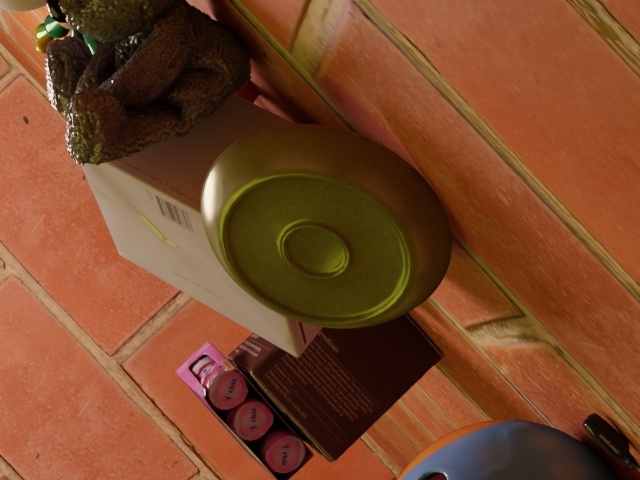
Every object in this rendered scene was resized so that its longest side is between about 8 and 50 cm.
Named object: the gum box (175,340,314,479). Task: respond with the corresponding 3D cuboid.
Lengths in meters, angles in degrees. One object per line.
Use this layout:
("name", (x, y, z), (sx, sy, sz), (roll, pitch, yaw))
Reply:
("gum box", (-0.102, 0.222, 2.098), (0.188, 0.062, 0.107), (51, 170, -27))

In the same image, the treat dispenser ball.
("treat dispenser ball", (0.203, 0.337, 1.735), (0.288, 0.288, 0.288), (46, 172, 8))

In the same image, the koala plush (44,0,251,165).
("koala plush", (-0.184, -0.224, 1.559), (0.196, 0.203, 0.221), (-124, 17, -59))

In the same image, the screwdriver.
("screwdriver", (0.319, 0.234, 1.582), (0.170, 0.025, 0.024), (48, 172, -7))

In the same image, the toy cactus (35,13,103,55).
("toy cactus", (-0.320, -0.283, 2.199), (0.219, 0.112, 0.180), (43, 152, 43))

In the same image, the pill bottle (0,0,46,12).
("pill bottle", (-0.334, -0.356, 1.563), (0.152, 0.152, 0.272), (39, 164, 42))

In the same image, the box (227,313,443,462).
("box", (0.016, 0.153, 2.111), (0.167, 0.203, 0.168), (49, 172, -11))

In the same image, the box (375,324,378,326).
("box", (-0.029, -0.032, 1.961), (0.270, 0.060, 0.216), (37, 167, 47))

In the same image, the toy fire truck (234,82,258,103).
("toy fire truck", (-0.124, -0.124, 1.828), (0.192, 0.047, 0.135), (4, 144, 46))

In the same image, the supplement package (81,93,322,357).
("supplement package", (-0.098, -0.037, 1.697), (0.262, 0.145, 0.204), (28, 153, 26))

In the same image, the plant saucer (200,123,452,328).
("plant saucer", (0.000, 0.000, 1.484), (0.241, 0.241, 0.037), (51, -145, -25))
